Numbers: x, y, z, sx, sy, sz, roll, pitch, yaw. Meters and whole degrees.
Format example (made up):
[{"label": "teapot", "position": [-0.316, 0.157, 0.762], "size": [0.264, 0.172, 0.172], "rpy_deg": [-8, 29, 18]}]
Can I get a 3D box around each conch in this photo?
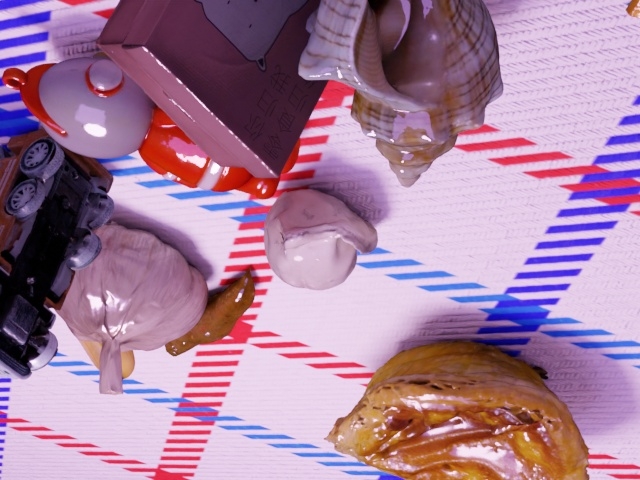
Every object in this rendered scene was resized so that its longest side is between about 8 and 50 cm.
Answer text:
[{"label": "conch", "position": [0.064, -0.204, 1.673], "size": [0.169, 0.203, 0.386], "rpy_deg": [17, 135, 41]}]

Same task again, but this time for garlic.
[{"label": "garlic", "position": [-0.266, 0.099, 2.348], "size": [0.218, 0.212, 0.218], "rpy_deg": [9, 152, 5]}]

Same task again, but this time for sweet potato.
[{"label": "sweet potato", "position": [-0.148, 0.104, 2.443], "size": [0.067, 0.067, 0.274], "rpy_deg": [29, 145, -17]}]

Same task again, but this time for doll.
[{"label": "doll", "position": [-0.195, -0.133, 2.026], "size": [0.336, 0.105, 0.200], "rpy_deg": [17, 154, -11]}]

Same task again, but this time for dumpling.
[{"label": "dumpling", "position": [0.000, 0.000, 2.124], "size": [0.136, 0.118, 0.199], "rpy_deg": [3, 179, 0]}]

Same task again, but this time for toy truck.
[{"label": "toy truck", "position": [-0.391, 0.033, 2.171], "size": [0.184, 0.338, 0.133], "rpy_deg": [-4, 144, 36]}]

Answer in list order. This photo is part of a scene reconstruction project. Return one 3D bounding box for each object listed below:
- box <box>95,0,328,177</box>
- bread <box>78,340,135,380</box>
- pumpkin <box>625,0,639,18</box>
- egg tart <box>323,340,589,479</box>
[{"label": "box", "position": [-0.081, -0.203, 1.710], "size": [0.086, 0.215, 0.215], "rpy_deg": [5, 151, 45]}, {"label": "bread", "position": [-0.309, 0.148, 2.617], "size": [0.082, 0.056, 0.115], "rpy_deg": [18, 145, 43]}, {"label": "pumpkin", "position": [0.320, -0.216, 1.627], "size": [0.073, 0.035, 0.101], "rpy_deg": [20, 154, 3]}, {"label": "egg tart", "position": [0.199, 0.239, 2.368], "size": [0.339, 0.153, 0.351], "rpy_deg": [20, 151, -3]}]
